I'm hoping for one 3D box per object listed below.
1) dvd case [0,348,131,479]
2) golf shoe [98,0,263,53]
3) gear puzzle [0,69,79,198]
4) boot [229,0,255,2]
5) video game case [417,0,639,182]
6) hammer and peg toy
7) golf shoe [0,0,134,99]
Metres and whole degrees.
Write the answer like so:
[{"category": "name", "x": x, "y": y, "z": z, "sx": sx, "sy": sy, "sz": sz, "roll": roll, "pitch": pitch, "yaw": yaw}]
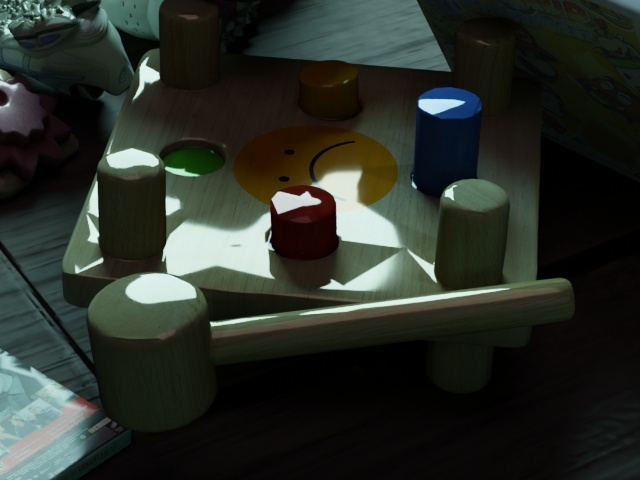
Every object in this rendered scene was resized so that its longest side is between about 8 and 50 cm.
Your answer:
[{"category": "dvd case", "x": -0.171, "y": 0.098, "z": 0.995, "sx": 0.119, "sy": 0.013, "sz": 0.087, "roll": 27, "pitch": 43, "yaw": 31}, {"category": "golf shoe", "x": -0.078, "y": -0.244, "z": 1.408, "sx": 0.140, "sy": 0.115, "sz": 0.306, "roll": 12, "pitch": 35, "yaw": 23}, {"category": "gear puzzle", "x": -0.299, "y": -0.052, "z": 1.113, "sx": 0.175, "sy": 0.044, "sz": 0.339, "roll": 43, "pitch": 45, "yaw": 7}, {"category": "boot", "x": -0.092, "y": -0.264, "z": 1.239, "sx": 0.338, "sy": 0.118, "sz": 0.222, "roll": 20, "pitch": 42, "yaw": 42}, {"category": "video game case", "x": 0.149, "y": -0.112, "z": 1.146, "sx": 0.227, "sy": 0.206, "sz": 0.026, "roll": 30, "pitch": 74, "yaw": 36}, {"category": "hammer and peg toy", "x": 0.000, "y": 0.000, "z": 1.039, "sx": 0.265, "sy": 0.127, "sz": 0.361, "roll": 5, "pitch": 35, "yaw": 3}, {"category": "golf shoe", "x": -0.188, "y": -0.125, "z": 1.280, "sx": 0.069, "sy": 0.086, "sz": 0.176, "roll": -46, "pitch": 26, "yaw": -20}]
